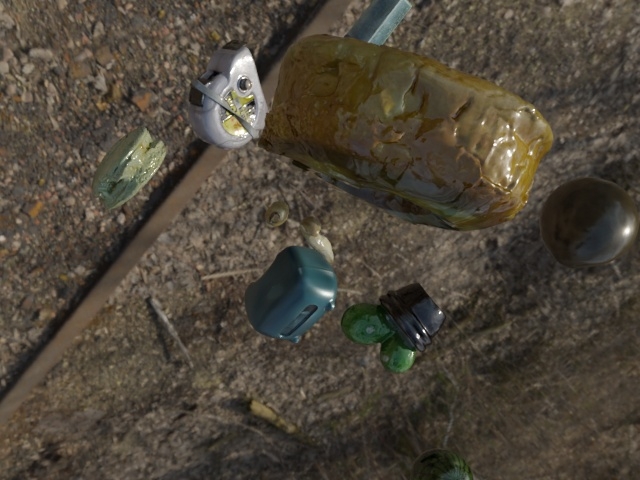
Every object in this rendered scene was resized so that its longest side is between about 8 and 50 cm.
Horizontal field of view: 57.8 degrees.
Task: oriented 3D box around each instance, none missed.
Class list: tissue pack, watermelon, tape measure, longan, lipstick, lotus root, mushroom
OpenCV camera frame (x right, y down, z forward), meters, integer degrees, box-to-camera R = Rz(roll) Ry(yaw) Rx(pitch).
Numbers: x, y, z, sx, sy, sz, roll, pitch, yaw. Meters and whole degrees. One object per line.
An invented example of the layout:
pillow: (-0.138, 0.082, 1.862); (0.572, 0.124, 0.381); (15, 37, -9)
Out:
tissue pack: (-0.088, 0.173, 1.762); (0.198, 0.206, 0.287); (18, 126, -43)
watermelon: (0.281, 0.544, 1.306); (0.141, 0.140, 0.187); (-19, 173, -21)
tape measure: (-0.219, -0.317, 1.366); (0.197, 0.120, 0.236); (-45, 138, -28)
longan: (0.714, -0.043, 1.555); (0.258, 0.258, 0.258); (-21, 138, -20)
lipstick: (0.113, -0.514, 1.490); (0.289, 0.076, 0.077); (-48, 157, 19)
lotus root: (-0.126, -0.078, 1.696); (0.062, 0.150, 0.073); (40, 103, -8)
mushroom: (0.000, 0.003, 1.571); (0.055, 0.059, 0.202); (0, 149, 22)

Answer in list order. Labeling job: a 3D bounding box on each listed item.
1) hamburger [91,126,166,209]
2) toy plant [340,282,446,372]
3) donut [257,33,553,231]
hamburger: (-0.301, -0.114, 0.900); (0.140, 0.133, 0.062); (-17, 131, 42)
toy plant: (0.191, 0.217, 1.489); (0.235, 0.218, 0.175); (-39, 175, 1)
donut: (0.083, -0.108, 0.670); (0.330, 0.330, 0.159); (34, 75, -49)
